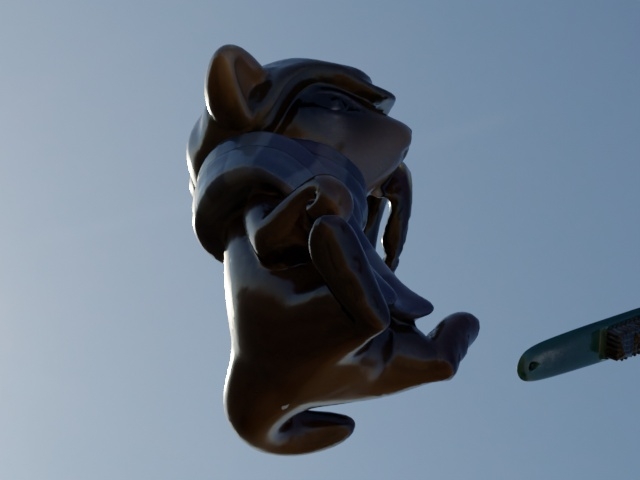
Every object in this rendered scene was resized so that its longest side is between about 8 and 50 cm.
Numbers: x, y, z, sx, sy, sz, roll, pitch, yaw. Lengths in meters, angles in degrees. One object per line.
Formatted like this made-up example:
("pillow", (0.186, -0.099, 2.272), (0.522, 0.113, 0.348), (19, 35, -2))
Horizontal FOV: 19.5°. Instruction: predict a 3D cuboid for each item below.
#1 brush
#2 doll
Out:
("brush", (0.256, 0.099, 1.720), (0.032, 0.193, 0.043), (20, -65, 45))
("doll", (0.005, 0.000, 1.496), (0.209, 0.340, 0.318), (-10, -40, -6))
